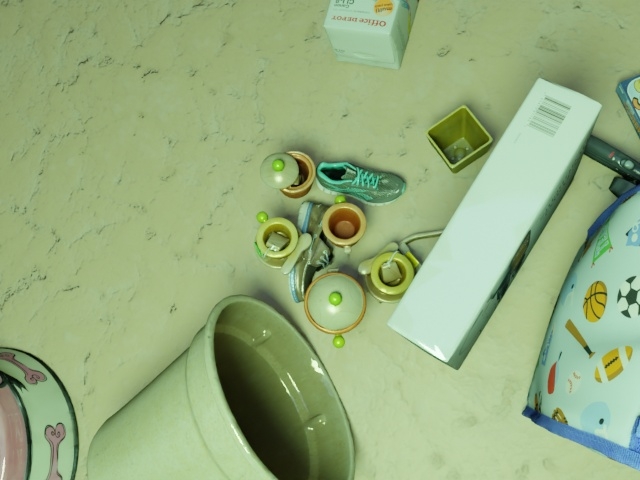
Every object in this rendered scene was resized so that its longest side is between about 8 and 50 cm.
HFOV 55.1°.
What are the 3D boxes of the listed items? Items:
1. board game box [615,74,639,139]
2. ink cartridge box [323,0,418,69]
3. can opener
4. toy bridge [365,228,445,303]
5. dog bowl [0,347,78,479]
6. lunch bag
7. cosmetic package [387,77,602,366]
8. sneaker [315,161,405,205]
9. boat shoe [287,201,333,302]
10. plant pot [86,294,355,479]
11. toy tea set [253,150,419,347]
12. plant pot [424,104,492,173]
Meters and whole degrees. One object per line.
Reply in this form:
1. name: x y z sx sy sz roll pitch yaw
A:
1. board game box: 0.580 -0.186 0.976 0.136 0.035 0.201 -20 72 9
2. ink cartridge box: 0.098 -0.424 1.116 0.128 0.127 0.176 12 81 17
3. can opener: 0.465 -0.127 0.980 0.073 0.059 0.186 -47 70 1
4. toy bridge: 0.153 0.031 1.043 0.188 0.026 0.063 -36 68 4
5. dog bowl: -0.657 0.395 1.109 0.407 0.150 0.408 -3 76 14
6. lunch bag: 0.416 0.121 0.760 0.238 0.385 0.328 18 81 19
7. cosmetic package: 0.251 0.001 0.888 0.097 0.284 0.377 31 87 18
8. sneaker: 0.064 -0.103 1.074 0.166 0.076 0.065 8 80 17
9. boat shoe: -0.013 0.020 1.070 0.066 0.066 0.183 4 78 15
10. plant pot: -0.166 0.302 0.935 0.305 0.334 0.334 -34 70 17
11. toy tea set: 0.000 0.000 0.981 0.200 0.124 0.336 -41 77 -9
12. plant pot: 0.235 -0.161 1.037 0.081 0.083 0.081 -34 70 5
